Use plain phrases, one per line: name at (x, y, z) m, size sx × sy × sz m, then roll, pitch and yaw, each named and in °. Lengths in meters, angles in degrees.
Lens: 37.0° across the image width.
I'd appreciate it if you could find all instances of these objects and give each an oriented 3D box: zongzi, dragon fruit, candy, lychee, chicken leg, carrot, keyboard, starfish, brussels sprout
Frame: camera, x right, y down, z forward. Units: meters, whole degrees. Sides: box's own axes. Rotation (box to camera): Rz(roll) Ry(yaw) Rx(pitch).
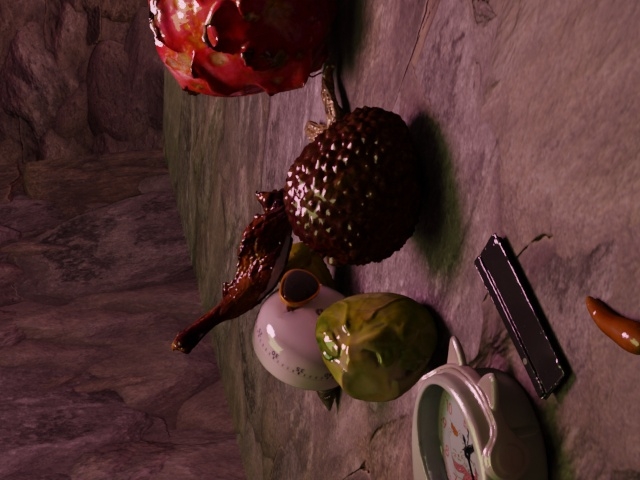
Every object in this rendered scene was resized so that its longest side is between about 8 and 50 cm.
zongzi at (0.001, 0.302, 2.224) m, size 0.154 × 0.062 × 0.130 m, roll -107°, pitch 6°, yaw -45°
dragon fruit at (-0.114, -0.428, 1.762) m, size 0.249 × 0.371 × 0.386 m, roll 14°, pitch 155°, yaw 46°
candy at (-0.020, 0.093, 2.053) m, size 0.199 × 0.106 × 0.094 m, roll 56°, pitch -155°, yaw -43°
lychee at (0.058, -0.084, 1.545) m, size 0.271 × 0.236 × 0.236 m, roll -68°, pitch 24°, yaw 10°
chicken leg at (-0.148, 0.072, 1.906) m, size 0.096 × 0.407 × 0.158 m, roll 23°, pitch 161°, yaw 36°
carrot at (0.330, 0.095, 1.061) m, size 0.142 × 0.035 × 0.035 m, roll -132°, pitch 37°, yaw -69°
keyboard at (0.270, 0.098, 1.281) m, size 0.072 × 0.023 × 0.231 m, roll 113°, pitch 145°, yaw -48°
starfish at (0.007, -0.162, 1.881) m, size 0.327 × 0.094 × 0.375 m, roll -148°, pitch 63°, yaw -89°
brussels sprout at (0.090, 0.166, 1.597) m, size 0.223 × 0.223 × 0.161 m, roll -127°, pitch 49°, yaw -58°

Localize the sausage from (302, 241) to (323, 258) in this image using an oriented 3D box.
sausage at (0.000, 0.000, 2.052) m, size 0.154 × 0.062 × 0.062 m, roll 126°, pitch 133°, yaw -67°

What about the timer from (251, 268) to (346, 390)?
timer at (-0.026, 0.204, 1.936) m, size 0.240 × 0.234 × 0.233 m, roll 114°, pitch 146°, yaw -41°

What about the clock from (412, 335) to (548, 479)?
clock at (0.228, 0.306, 1.371) m, size 0.265 × 0.109 × 0.324 m, roll -131°, pitch 37°, yaw -63°
